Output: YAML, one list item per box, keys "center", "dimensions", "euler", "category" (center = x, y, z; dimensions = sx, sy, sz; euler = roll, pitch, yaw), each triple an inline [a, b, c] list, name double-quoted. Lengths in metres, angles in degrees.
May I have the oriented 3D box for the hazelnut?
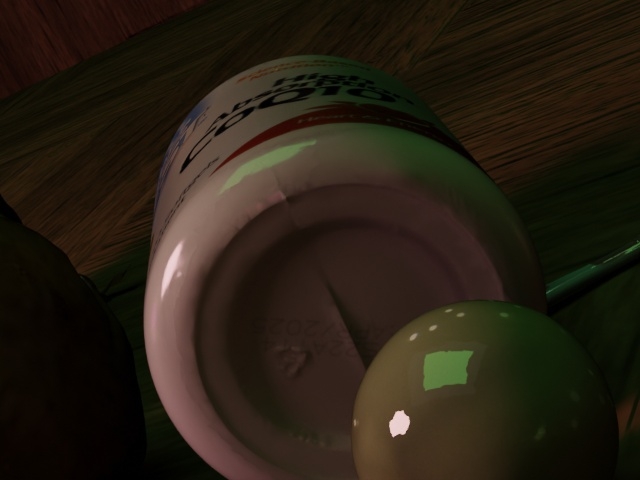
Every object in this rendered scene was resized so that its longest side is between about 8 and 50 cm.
- center: [-0.192, 0.086, 0.747]
  dimensions: [0.208, 0.208, 0.208]
  euler: [-26, 15, 8]
  category: "hazelnut"

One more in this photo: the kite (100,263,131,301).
- center: [-0.303, 0.108, 1.184]
  dimensions: [0.360, 0.022, 0.204]
  euler: [-21, 14, 28]
  category: "kite"

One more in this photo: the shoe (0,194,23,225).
- center: [-0.271, 0.010, 0.985]
  dimensions: [0.171, 0.237, 0.384]
  euler: [-30, 22, 0]
  category: "shoe"

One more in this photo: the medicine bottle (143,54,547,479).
- center: [0.000, 0.000, 0.728]
  dimensions: [0.157, 0.157, 0.288]
  euler: [-28, 15, 2]
  category: "medicine bottle"

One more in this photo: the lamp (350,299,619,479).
- center: [0.057, 0.090, 0.503]
  dimensions: [0.091, 0.091, 0.163]
  euler: [-25, 32, 14]
  category: "lamp"

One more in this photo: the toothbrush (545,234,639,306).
- center: [0.152, -0.003, 0.737]
  dimensions: [0.193, 0.019, 0.013]
  euler: [-32, 16, -5]
  category: "toothbrush"
